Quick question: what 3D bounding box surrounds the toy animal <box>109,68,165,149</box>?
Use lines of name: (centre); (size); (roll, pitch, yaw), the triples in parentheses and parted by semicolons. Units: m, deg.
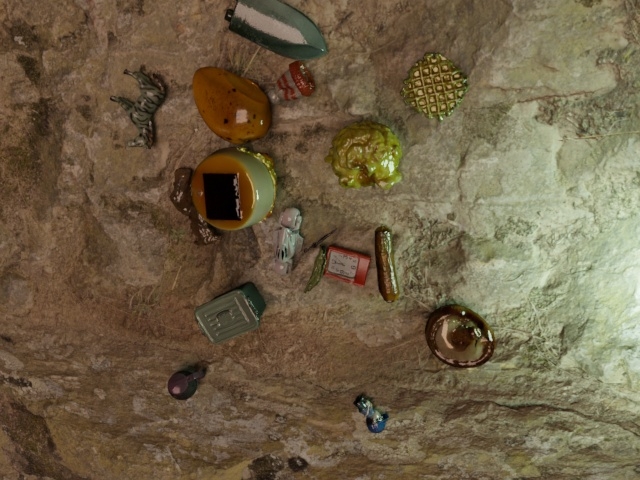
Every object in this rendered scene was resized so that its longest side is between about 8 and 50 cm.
toy animal: (-0.621, -0.449, 1.562); (0.169, 0.090, 0.255); (22, 114, 0)

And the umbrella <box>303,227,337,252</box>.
umbrella: (0.000, 0.003, 1.602); (0.148, 0.022, 0.022); (-34, 125, 21)

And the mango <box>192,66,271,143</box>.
mango: (-0.287, -0.421, 1.455); (0.290, 0.160, 0.191); (41, 122, 1)

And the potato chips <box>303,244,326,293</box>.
potato chips: (-0.020, 0.117, 1.611); (0.028, 0.092, 0.208); (13, 115, -19)

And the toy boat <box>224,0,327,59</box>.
toy boat: (-0.124, -0.634, 1.380); (0.319, 0.092, 0.141); (25, 112, -4)

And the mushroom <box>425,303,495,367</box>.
mushroom: (0.464, 0.317, 1.551); (0.231, 0.138, 0.194); (42, 126, 8)

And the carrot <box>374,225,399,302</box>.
carrot: (0.221, 0.082, 1.553); (0.070, 0.070, 0.261); (-4, 107, 14)

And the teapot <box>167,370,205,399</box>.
teapot: (-0.544, 0.579, 1.853); (0.148, 0.146, 0.116); (3, 70, -4)

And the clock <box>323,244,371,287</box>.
clock: (0.090, 0.083, 1.589); (0.154, 0.061, 0.113); (15, 111, 11)

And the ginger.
ginger: (-0.450, -0.115, 1.631); (0.122, 0.084, 0.290); (-16, 104, 24)

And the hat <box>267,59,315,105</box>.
hat: (-0.101, -0.469, 1.429); (0.162, 0.093, 0.112); (-24, 91, 25)

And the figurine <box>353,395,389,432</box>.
figurine: (0.190, 0.661, 1.756); (0.149, 0.087, 0.086); (46, 149, -4)

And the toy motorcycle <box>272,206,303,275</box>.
toy motorcycle: (-0.120, 0.010, 1.585); (0.112, 0.112, 0.255); (15, 112, 8)

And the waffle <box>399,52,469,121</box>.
waffle: (0.335, -0.449, 1.361); (0.183, 0.036, 0.169); (37, 115, 1)

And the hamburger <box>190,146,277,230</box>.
hamburger: (-0.280, -0.169, 1.526); (0.293, 0.179, 0.276); (0, 106, 16)

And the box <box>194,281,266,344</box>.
box: (-0.323, 0.259, 1.705); (0.243, 0.135, 0.163); (-26, 100, 21)

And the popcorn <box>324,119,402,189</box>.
popcorn: (0.131, -0.247, 1.398); (0.234, 0.181, 0.217); (-22, 102, 19)
